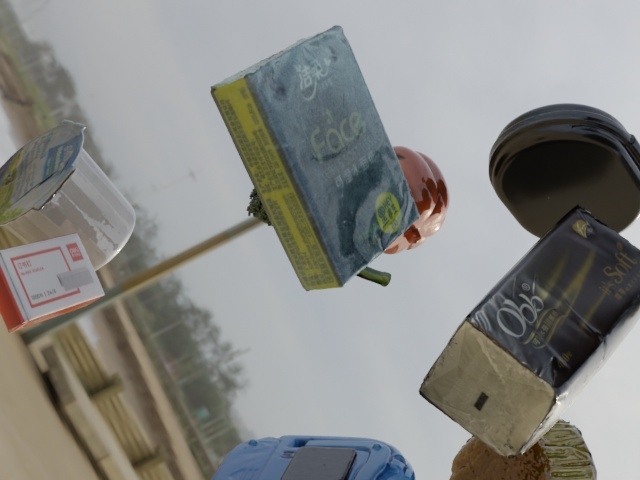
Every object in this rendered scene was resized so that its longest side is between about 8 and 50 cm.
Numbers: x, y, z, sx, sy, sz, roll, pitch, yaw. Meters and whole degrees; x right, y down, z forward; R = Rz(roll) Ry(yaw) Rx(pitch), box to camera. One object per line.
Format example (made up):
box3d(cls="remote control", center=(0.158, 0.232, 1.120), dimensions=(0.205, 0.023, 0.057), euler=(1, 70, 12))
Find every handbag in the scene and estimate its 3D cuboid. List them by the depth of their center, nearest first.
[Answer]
box3d(cls="handbag", center=(0.427, -0.111, 1.819), dimensions=(0.308, 0.254, 0.093), euler=(45, 37, -38))

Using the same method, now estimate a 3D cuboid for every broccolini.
box3d(cls="broccolini", center=(0.000, 0.000, 1.516), dimensions=(0.239, 0.054, 0.051), euler=(33, 26, -12))

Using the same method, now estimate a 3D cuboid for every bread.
box3d(cls="bread", center=(0.329, 0.406, 1.798), dimensions=(0.253, 0.143, 0.227), euler=(-42, -129, 42))

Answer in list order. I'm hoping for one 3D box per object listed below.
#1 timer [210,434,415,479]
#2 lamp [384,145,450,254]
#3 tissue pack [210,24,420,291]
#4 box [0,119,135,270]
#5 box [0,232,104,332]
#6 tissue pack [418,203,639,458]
box3d(cls="timer", center=(-0.024, 0.393, 1.573), dimensions=(0.340, 0.309, 0.115), euler=(-53, 141, -67))
box3d(cls="lamp", center=(0.128, -0.060, 1.810), dimensions=(0.187, 0.188, 0.163), euler=(78, -13, -58))
box3d(cls="tissue pack", center=(-0.001, -0.095, 1.226), dimensions=(0.081, 0.185, 0.257), euler=(-12, -71, 41))
box3d(cls="box", center=(-0.490, -0.046, 1.987), dimensions=(0.206, 0.291, 0.262), euler=(49, 23, -33))
box3d(cls="box", center=(-0.446, 0.064, 1.725), dimensions=(0.122, 0.050, 0.229), euler=(65, 22, 2))
box3d(cls="tissue pack", center=(0.340, 0.141, 1.631), dimensions=(0.198, 0.370, 0.210), euler=(41, -42, 13))
